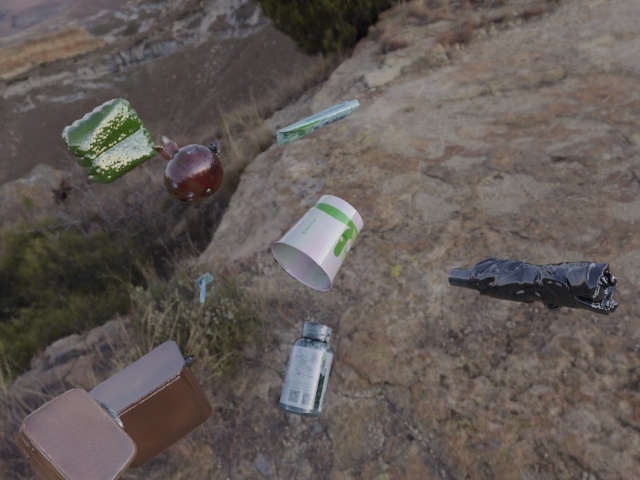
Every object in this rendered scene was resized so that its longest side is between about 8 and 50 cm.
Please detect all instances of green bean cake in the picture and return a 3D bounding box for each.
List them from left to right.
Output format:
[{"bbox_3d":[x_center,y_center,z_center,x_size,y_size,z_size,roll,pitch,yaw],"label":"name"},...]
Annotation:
[{"bbox_3d":[-0.690,-0.318,1.699,0.125,0.222,0.248,5,41,47],"label":"green bean cake"}]

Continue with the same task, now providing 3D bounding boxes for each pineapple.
[{"bbox_3d":[-0.363,-0.289,1.742,0.058,0.124,0.058,3,61,-5],"label":"pineapple"}]

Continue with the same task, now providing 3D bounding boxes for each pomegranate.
[{"bbox_3d":[-0.277,-0.159,1.104,0.129,0.159,0.129,-23,5,2],"label":"pomegranate"}]

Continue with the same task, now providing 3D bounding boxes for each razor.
[{"bbox_3d":[-0.420,0.177,1.858,0.068,0.040,0.135,-32,32,10],"label":"razor"}]

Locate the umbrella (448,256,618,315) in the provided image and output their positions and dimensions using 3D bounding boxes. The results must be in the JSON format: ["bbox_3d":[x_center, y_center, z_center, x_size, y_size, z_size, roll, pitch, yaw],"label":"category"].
[{"bbox_3d":[0.268,0.053,0.694,0.059,0.066,0.235,-6,6,-32],"label":"umbrella"}]

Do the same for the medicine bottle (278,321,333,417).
[{"bbox_3d":[-0.039,0.420,1.708,0.141,0.141,0.293,4,73,30],"label":"medicine bottle"}]

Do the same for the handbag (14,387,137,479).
[{"bbox_3d":[-0.442,0.377,0.960,0.072,0.193,0.151,-50,-7,32],"label":"handbag"}]

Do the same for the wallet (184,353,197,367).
[{"bbox_3d":[-0.555,0.515,1.980,0.031,0.198,0.110,46,24,15],"label":"wallet"}]

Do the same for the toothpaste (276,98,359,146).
[{"bbox_3d":[-0.009,-0.379,1.654,0.297,0.075,0.048,-27,69,-13],"label":"toothpaste"}]

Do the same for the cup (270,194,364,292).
[{"bbox_3d":[0.000,0.000,1.806,0.253,0.253,0.274,13,57,40],"label":"cup"}]

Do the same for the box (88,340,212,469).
[{"bbox_3d":[-0.565,0.549,1.740,0.339,0.229,0.239,-33,25,-16],"label":"box"}]
